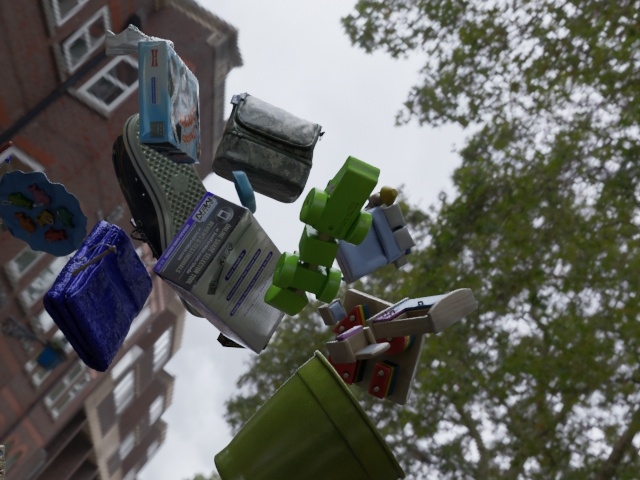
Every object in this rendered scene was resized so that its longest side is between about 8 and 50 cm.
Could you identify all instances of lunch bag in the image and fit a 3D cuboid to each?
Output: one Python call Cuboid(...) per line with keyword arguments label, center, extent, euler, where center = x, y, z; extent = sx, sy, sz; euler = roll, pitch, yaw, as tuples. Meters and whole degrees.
Cuboid(label="lunch bag", center=(-0.162, -0.291, 2.442), extent=(0.305, 0.255, 0.212), euler=(21, -18, -7))

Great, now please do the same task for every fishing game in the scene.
Cuboid(label="fishing game", center=(-0.498, -0.041, 1.397), extent=(0.189, 0.041, 0.264), euler=(-23, -64, 33))

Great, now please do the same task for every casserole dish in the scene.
Cuboid(label="casserole dish", center=(-0.219, -0.138, 2.321), extent=(0.188, 0.037, 0.114), euler=(92, -27, -72))

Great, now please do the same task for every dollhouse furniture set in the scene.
Cuboid(label="dollhouse furniture set", center=(0.129, 0.054, 1.636), extent=(0.198, 0.286, 0.303), euler=(-17, -84, 51))

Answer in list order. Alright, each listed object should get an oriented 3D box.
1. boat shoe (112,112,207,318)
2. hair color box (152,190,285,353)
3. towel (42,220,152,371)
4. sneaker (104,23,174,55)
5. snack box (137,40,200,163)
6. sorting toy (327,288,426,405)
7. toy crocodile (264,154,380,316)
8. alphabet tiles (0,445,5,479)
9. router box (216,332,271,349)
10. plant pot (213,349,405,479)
Cuboid(label="boat shoe", center=(-0.351, -0.053, 1.878), extent=(0.156, 0.187, 0.499), euler=(-16, -82, 46))
Cuboid(label="hair color box", center=(-0.168, 0.073, 1.563), extent=(0.110, 0.185, 0.339), euler=(25, -17, 27))
Cuboid(label="towel", center=(-0.480, 0.117, 1.786), extent=(0.076, 0.308, 0.227), euler=(-17, -62, 21))
Cuboid(label="sneaker", center=(-0.562, -0.619, 2.458), extent=(0.080, 0.212, 0.094), euler=(-95, -177, -77))
Cuboid(label="snack box", center=(-0.298, -0.265, 1.600), extent=(0.060, 0.187, 0.322), euler=(-1, -1, 2))
Cuboid(label="sorting toy", center=(0.139, 0.296, 2.195), extent=(0.257, 0.089, 0.255), euler=(19, -78, 31))
Cuboid(label="toy crocodile", center=(0.000, 0.000, 1.405), extent=(0.115, 0.105, 0.340), euler=(19, -63, -15))
Cuboid(label="alphabet tiles", center=(-0.800, 0.564, 1.783), extent=(0.009, 0.237, 0.198), euler=(-35, -38, 29))
Cuboid(label="router box", center=(-0.216, 0.267, 2.445), extent=(0.179, 0.133, 0.046), euler=(13, 20, -48))
Cuboid(label="plant pot", center=(-0.049, 0.511, 1.893), extent=(0.366, 0.353, 0.366), euler=(55, -9, 12))
